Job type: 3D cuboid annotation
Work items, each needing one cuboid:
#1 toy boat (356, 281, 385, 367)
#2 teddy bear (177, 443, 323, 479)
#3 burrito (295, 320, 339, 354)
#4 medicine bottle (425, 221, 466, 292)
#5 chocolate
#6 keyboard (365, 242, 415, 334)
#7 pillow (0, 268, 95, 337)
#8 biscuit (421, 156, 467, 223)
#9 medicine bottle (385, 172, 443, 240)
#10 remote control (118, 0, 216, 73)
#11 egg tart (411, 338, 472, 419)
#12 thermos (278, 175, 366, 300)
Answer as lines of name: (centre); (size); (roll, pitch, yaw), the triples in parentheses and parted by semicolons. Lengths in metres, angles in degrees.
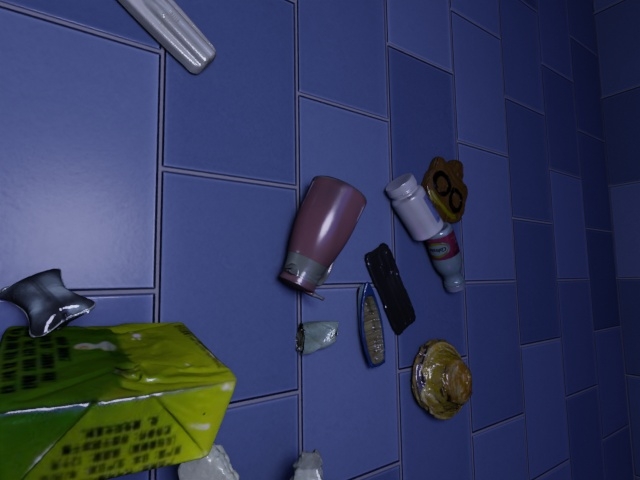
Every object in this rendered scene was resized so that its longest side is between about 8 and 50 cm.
toy boat: (0.131, 0.224, 1.087); (0.080, 0.046, 0.228); (-10, 90, -35)
teddy bear: (-0.105, 0.566, 0.838); (0.375, 0.362, 0.327); (33, 88, 12)
burrito: (-0.004, 0.234, 0.990); (0.118, 0.044, 0.074); (-1, 88, -34)
medicine bottle: (0.396, 0.055, 1.266); (0.090, 0.090, 0.216); (-35, 111, -33)
chocolate: (-0.322, 0.227, 0.617); (0.289, 0.301, 0.137); (5, 95, -34)
keyboard: (0.205, 0.140, 1.167); (0.106, 0.016, 0.262); (-30, 103, -34)
pillow: (-0.441, 0.095, 0.650); (0.091, 0.136, 0.055); (-47, 155, -19)
biscuit: (0.421, -0.159, 1.340); (0.208, 0.041, 0.290); (41, 64, -26)
medicine bottle: (0.276, -0.098, 1.191); (0.103, 0.103, 0.186); (-46, 110, -30)
remote control: (-0.320, -0.459, 0.838); (0.230, 0.049, 0.090); (43, 60, -22)
egg tart: (0.376, 0.416, 1.209); (0.241, 0.106, 0.240); (8, 76, -34)
thermos: (0.000, 0.000, 0.972); (0.176, 0.146, 0.265); (40, 70, -54)
